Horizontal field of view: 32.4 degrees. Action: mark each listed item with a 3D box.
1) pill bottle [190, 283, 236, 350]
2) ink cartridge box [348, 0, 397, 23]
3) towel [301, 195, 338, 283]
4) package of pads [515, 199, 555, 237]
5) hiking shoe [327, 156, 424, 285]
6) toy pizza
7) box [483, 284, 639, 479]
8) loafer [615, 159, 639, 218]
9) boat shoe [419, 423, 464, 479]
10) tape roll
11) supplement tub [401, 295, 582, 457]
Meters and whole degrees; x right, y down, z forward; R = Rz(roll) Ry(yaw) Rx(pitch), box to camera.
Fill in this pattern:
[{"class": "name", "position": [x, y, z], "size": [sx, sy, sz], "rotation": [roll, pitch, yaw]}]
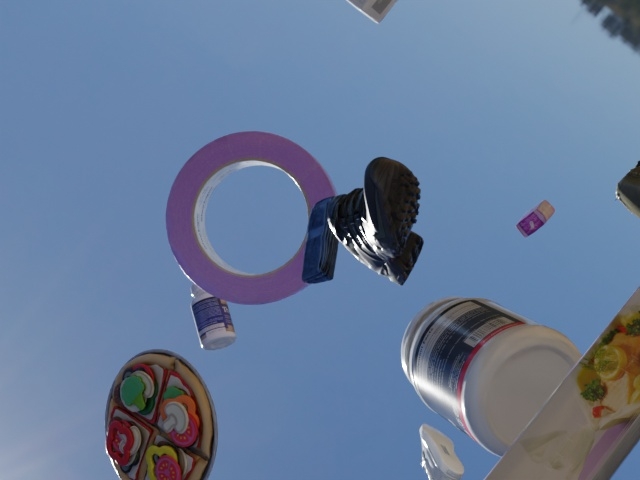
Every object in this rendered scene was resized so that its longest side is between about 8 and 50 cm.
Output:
[{"class": "pill bottle", "position": [-0.199, 0.134, 2.015], "size": [0.067, 0.067, 0.120], "rotation": [10, -126, -48]}, {"class": "ink cartridge box", "position": [0.085, -0.480, 1.824], "size": [0.056, 0.181, 0.224], "rotation": [31, -167, -41]}, {"class": "towel", "position": [0.000, 0.000, 1.555], "size": [0.029, 0.067, 0.119], "rotation": [17, -110, -28]}, {"class": "package of pads", "position": [0.361, -0.038, 1.848], "size": [0.032, 0.050, 0.083], "rotation": [50, -155, 3]}, {"class": "hiking shoe", "position": [0.054, -0.025, 1.296], "size": [0.114, 0.086, 0.227], "rotation": [18, 152, 18]}, {"class": "toy pizza", "position": [-0.210, 0.238, 1.396], "size": [0.032, 0.201, 0.201], "rotation": [2, -140, -52]}, {"class": "box", "position": [0.191, 0.155, 0.831], "size": [0.063, 0.324, 0.067], "rotation": [32, 159, 30]}, {"class": "loafer", "position": [0.401, -0.081, 1.233], "size": [0.087, 0.094, 0.251], "rotation": [29, -151, 23]}, {"class": "boat shoe", "position": [0.204, 0.386, 1.941], "size": [0.066, 0.063, 0.184], "rotation": [27, -169, -20]}, {"class": "tape roll", "position": [-0.105, -0.035, 1.774], "size": [0.275, 0.275, 0.090], "rotation": [38, -177, 4]}, {"class": "supplement tub", "position": [0.246, 0.190, 1.609], "size": [0.191, 0.191, 0.272], "rotation": [28, 180, -20]}]
